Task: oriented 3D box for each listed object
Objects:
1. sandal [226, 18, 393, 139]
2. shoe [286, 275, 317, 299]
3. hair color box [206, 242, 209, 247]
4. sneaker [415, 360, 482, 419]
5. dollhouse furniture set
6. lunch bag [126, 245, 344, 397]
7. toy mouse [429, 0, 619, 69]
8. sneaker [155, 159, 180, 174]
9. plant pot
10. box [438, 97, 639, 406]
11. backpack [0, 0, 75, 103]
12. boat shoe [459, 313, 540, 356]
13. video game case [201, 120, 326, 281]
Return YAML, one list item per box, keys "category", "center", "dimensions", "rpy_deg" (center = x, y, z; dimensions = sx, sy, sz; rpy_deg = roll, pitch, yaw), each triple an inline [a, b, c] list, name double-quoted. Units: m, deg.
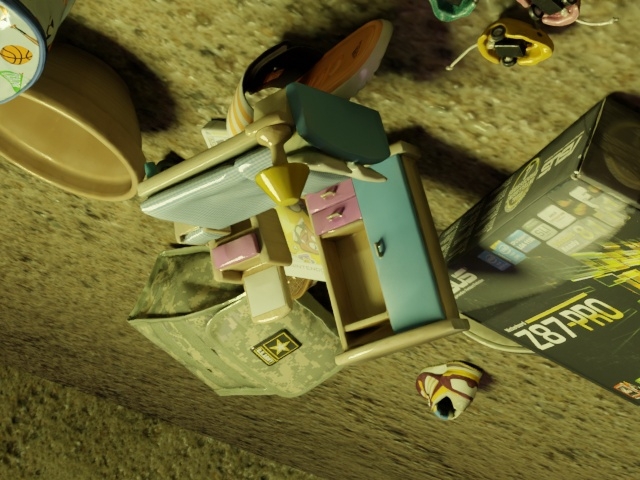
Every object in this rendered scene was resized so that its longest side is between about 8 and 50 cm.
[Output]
- category: "sandal"
  center: [-0.030, -0.152, 0.930]
  dimensions: [0.076, 0.102, 0.265]
  rpy_deg: [33, 148, -18]
- category: "shoe"
  center: [0.000, 0.000, 1.266]
  dimensions: [0.076, 0.058, 0.219]
  rpy_deg: [44, 139, 1]
- category: "hair color box"
  center: [-0.123, -0.003, 1.362]
  dimensions: [0.141, 0.043, 0.072]
  rpy_deg: [35, 160, 20]
- category: "sneaker"
  center: [0.196, 0.253, 1.618]
  dimensions: [0.070, 0.083, 0.185]
  rpy_deg: [26, 157, -7]
- category: "dollhouse furniture set"
  center: [-0.046, 0.019, 0.929]
  dimensions: [0.286, 0.198, 0.303]
  rpy_deg: [-22, 164, 28]
- category: "lunch bag"
  center: [-0.110, 0.128, 1.539]
  dimensions: [0.287, 0.168, 0.235]
  rpy_deg: [-7, 140, 39]
- category: "toy mouse"
  center: [0.140, -0.189, 0.751]
  dimensions: [0.161, 0.031, 0.143]
  rpy_deg: [5, 151, 38]
- category: "sneaker"
  center: [-0.139, -0.051, 1.288]
  dimensions: [0.188, 0.067, 0.078]
  rpy_deg: [25, 164, 3]
- category: "plant pot"
  center: [-0.300, -0.153, 1.162]
  dimensions: [0.237, 0.109, 0.237]
  rpy_deg: [21, 157, 9]
- category: "box"
  center: [0.314, 0.038, 1.006]
  dimensions: [0.318, 0.097, 0.395]
  rpy_deg: [29, 158, -5]
- category: "backpack"
  center: [-0.374, -0.242, 0.932]
  dimensions: [0.263, 0.213, 0.277]
  rpy_deg: [23, 157, -28]
- category: "boat shoe"
  center: [0.271, 0.125, 1.273]
  dimensions: [0.206, 0.075, 0.065]
  rpy_deg: [10, 151, 20]
- category: "video game case"
  center: [-0.019, -0.039, 1.165]
  dimensions: [0.206, 0.026, 0.227]
  rpy_deg: [8, 134, 34]
